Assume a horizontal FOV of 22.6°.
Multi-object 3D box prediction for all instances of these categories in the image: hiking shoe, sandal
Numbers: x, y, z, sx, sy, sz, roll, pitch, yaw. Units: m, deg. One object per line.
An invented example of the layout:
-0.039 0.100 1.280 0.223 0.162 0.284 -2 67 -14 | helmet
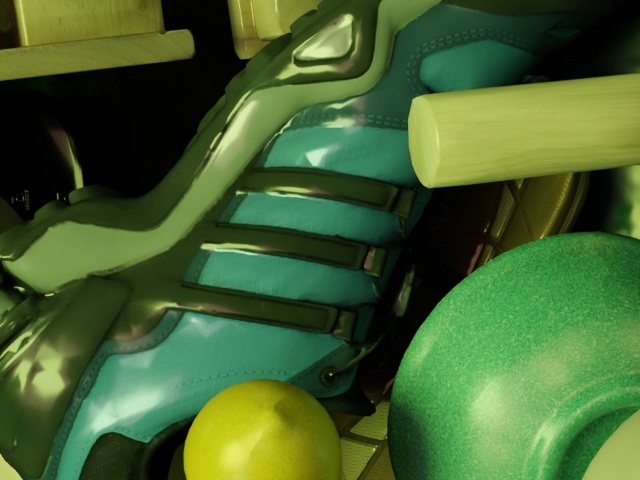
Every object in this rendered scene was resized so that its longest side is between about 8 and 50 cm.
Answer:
0.000 0.000 0.617 0.304 0.113 0.132 -36 83 4 | hiking shoe
0.058 0.035 0.649 0.072 0.049 0.180 37 99 41 | sandal

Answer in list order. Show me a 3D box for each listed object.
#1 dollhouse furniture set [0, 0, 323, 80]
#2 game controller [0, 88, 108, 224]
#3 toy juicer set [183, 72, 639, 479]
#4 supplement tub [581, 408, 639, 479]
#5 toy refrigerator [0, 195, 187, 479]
-0.193 -0.205 0.639 0.174 0.355 0.303 2 100 63 | dollhouse furniture set
-0.172 0.085 0.805 0.166 0.067 0.319 -1 94 36 | game controller
0.058 0.054 0.565 0.089 0.209 0.329 -127 53 -64 | toy juicer set
0.245 0.143 0.399 0.331 0.241 0.241 -8 89 36 | supplement tub
-0.156 0.057 0.719 0.269 0.102 0.094 44 107 13 | toy refrigerator
